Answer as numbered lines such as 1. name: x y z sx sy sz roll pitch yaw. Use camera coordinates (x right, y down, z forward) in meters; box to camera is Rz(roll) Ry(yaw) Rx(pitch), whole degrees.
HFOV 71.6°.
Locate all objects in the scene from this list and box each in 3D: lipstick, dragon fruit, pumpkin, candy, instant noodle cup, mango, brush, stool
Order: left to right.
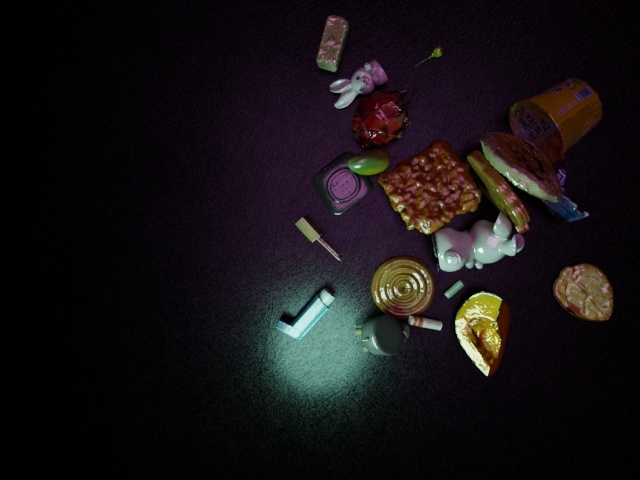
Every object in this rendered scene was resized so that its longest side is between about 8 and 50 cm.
1. brush: 0.000 0.000 1.757 0.047 0.103 0.233 -43 91 9
2. mango: 0.186 -0.297 1.680 0.195 0.130 0.091 -11 85 -32
3. dragon fruit: 0.230 -0.465 1.659 0.193 0.192 0.274 34 98 -20
4. stool: 0.246 0.377 1.743 0.228 0.139 0.153 23 67 -27
5. lipstick: 0.417 0.328 1.769 0.131 0.038 0.038 11 95 -8
6. candy: 0.414 -0.702 1.706 0.123 0.035 0.035 -28 89 14
7. pumpkin: 0.635 0.352 1.743 0.169 0.148 0.311 11 92 44
8. instant noodle cup: 0.845 -0.440 1.592 0.200 0.264 0.264 -35 91 -3

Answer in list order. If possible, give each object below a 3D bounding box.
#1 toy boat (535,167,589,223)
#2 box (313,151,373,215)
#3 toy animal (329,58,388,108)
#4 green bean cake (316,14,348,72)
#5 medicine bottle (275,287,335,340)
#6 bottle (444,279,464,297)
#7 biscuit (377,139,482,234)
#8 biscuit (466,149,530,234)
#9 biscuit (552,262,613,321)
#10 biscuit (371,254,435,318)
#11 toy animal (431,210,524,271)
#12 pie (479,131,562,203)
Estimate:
1. toy boat: 0.871 -0.190 1.656 0.309 0.129 0.142 45 111 6
2. box: 0.087 -0.225 1.760 0.213 0.042 0.201 -35 93 6
3. toy animal: 0.138 -0.593 1.689 0.221 0.130 0.103 -29 106 9
4. green bean cake: 0.047 -0.746 1.689 0.085 0.109 0.179 17 95 3
5. medicine bottle: -0.059 0.294 1.795 0.124 0.079 0.258 44 96 0
6. bottle: 0.532 0.194 1.766 0.083 0.030 0.030 -43 90 7
7. biscuit: 0.414 -0.198 1.674 0.312 0.110 0.318 -31 75 6
8. biscuit: 0.641 -0.166 1.581 0.057 0.312 0.351 -35 48 14
9. biscuit: 1.029 0.208 1.726 0.203 0.041 0.260 -42 91 3
10. biscuit: 0.333 0.188 1.778 0.262 0.037 0.261 0 95 5
11. toy animal: 0.577 0.012 1.649 0.310 0.247 0.182 -9 81 17
12. pie: 0.698 -0.260 1.518 0.339 0.339 0.077 38 131 1
